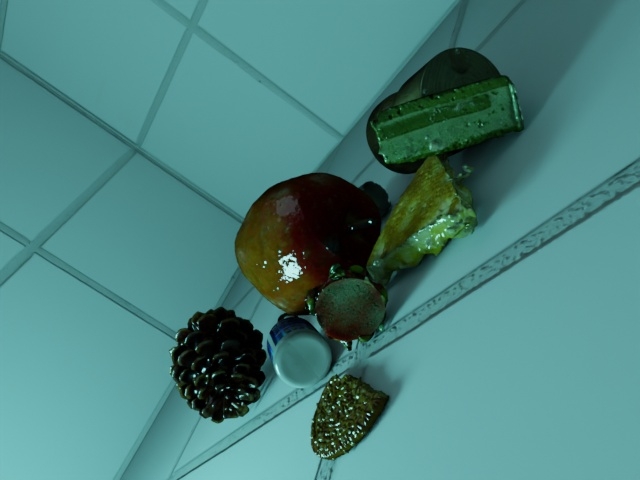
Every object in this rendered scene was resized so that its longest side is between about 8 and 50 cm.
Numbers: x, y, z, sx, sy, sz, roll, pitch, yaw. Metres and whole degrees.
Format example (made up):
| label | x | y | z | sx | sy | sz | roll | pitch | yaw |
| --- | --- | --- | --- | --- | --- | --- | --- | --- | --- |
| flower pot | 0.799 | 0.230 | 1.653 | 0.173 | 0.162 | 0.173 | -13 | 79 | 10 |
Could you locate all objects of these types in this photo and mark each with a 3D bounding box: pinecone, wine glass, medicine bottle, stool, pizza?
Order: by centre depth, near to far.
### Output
| label | x | y | z | sx | sy | sz | roll | pitch | yaw |
| --- | --- | --- | --- | --- | --- | --- | --- | --- | --- |
| pizza | 0.181 | -0.026 | 0.868 | 0.279 | 0.075 | 0.288 | -59 | 12 | 1 |
| medicine bottle | -0.048 | 0.207 | 1.032 | 0.107 | 0.107 | 0.191 | -56 | 10 | -4 |
| stool | 0.221 | -0.247 | 1.070 | 0.179 | 0.179 | 0.264 | -58 | 11 | -14 |
| pinecone | -0.234 | 0.302 | 1.273 | 0.246 | 0.246 | 0.292 | -54 | 30 | 5 |
| wine glass | 0.058 | 0.043 | 1.297 | 0.309 | 0.096 | 0.264 | -44 | 38 | 41 |

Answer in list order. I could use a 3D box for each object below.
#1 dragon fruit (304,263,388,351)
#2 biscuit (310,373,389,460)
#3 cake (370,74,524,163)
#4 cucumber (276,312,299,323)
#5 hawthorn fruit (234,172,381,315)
| label | x | y | z | sx | sy | sz | roll | pitch | yaw |
| --- | --- | --- | --- | --- | --- | --- | --- | --- | --- |
| dragon fruit | 0.041 | 0.109 | 0.878 | 0.175 | 0.139 | 0.142 | 67 | -145 | -89 |
| biscuit | 0.026 | 0.256 | 0.778 | 0.126 | 0.025 | 0.206 | -58 | 11 | -17 |
| cake | 0.207 | -0.201 | 0.907 | 0.235 | 0.100 | 0.099 | -15 | 12 | 9 |
| cucumber | -0.083 | 0.242 | 1.244 | 0.058 | 0.052 | 0.214 | -17 | 21 | 8 |
| hawthorn fruit | 0.000 | 0.000 | 1.064 | 0.369 | 0.285 | 0.284 | -20 | 34 | 52 |
